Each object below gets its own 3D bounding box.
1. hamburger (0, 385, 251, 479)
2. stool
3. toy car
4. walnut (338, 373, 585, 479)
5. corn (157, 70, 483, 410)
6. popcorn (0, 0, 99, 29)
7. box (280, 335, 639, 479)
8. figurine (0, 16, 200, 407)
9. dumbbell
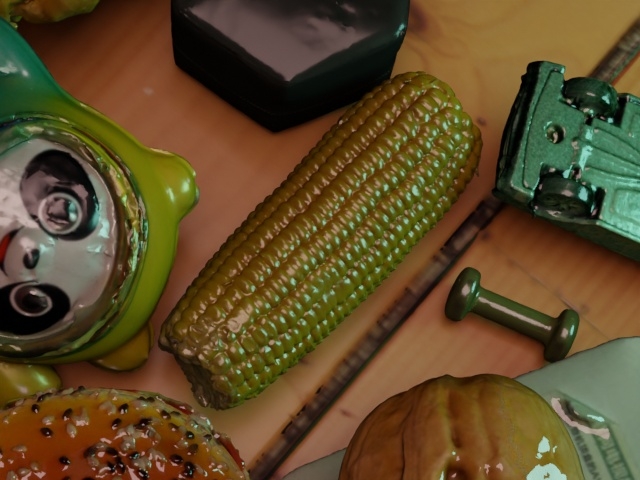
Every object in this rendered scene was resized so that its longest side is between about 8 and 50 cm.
[{"bbox_3d":[-0.189,0.253,1.367,0.300,0.176,0.300,1,75,-5],"label":"hamburger"},{"bbox_3d":[-0.027,-0.223,1.541,0.232,0.141,0.232,1,74,-4],"label":"stool"},{"bbox_3d":[0.302,-0.038,1.527,0.320,0.097,0.141,21,72,-15],"label":"toy car"},{"bbox_3d":[0.105,0.205,1.289,0.195,0.195,0.222,3,64,-4],"label":"walnut"},{"bbox_3d":[0.000,0.000,1.482,0.131,0.131,0.344,43,75,8],"label":"corn"},{"bbox_3d":[-0.253,-0.285,1.509,0.250,0.190,0.250,3,32,-2],"label":"popcorn"},{"bbox_3d":[0.188,0.316,1.414,0.396,0.111,0.396,-20,77,-11],"label":"box"},{"bbox_3d":[-0.281,-0.021,1.429,0.340,0.231,0.324,19,98,-8],"label":"figurine"},{"bbox_3d":[0.170,0.066,1.517,0.118,0.052,0.046,23,50,2],"label":"dumbbell"}]
